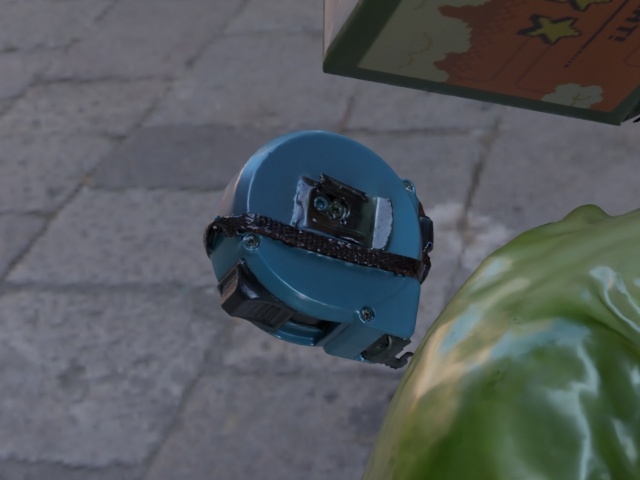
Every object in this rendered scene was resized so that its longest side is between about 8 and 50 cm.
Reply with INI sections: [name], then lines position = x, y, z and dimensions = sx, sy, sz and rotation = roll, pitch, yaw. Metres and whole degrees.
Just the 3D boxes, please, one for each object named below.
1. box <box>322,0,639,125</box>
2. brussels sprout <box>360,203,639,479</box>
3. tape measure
[box]
position = 0.095, -0.175, 0.562
dimensions = 0.148, 0.177, 0.195
rotation = 9, 64, -16
[brussels sprout]
position = 0.089, 0.078, 0.464
dimensions = 0.181, 0.161, 0.144
rotation = -35, 22, -16
[tape measure]
position = 0.000, 0.000, 0.893
dimensions = 0.146, 0.081, 0.125
rotation = 17, 61, -19
